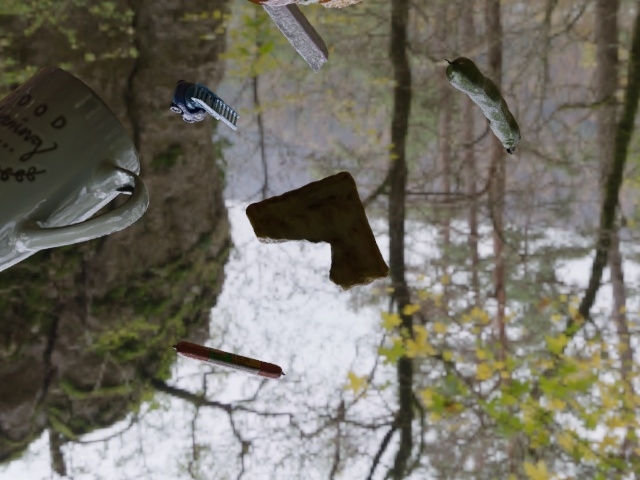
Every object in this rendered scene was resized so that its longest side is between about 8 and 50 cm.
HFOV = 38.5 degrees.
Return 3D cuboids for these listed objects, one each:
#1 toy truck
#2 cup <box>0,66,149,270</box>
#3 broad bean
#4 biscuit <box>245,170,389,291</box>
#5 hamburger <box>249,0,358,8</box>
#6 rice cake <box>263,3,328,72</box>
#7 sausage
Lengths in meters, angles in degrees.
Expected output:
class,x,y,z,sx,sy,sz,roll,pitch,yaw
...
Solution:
class,x,y,z,sx,sy,sz,roll,pitch,yaw
toy truck,-0.212,-0.243,1.679,0.074,0.063,0.136,3,163,30
cup,-0.347,-0.065,1.156,0.258,0.186,0.234,26,-121,26
broad bean,0.240,-0.199,1.322,0.052,0.053,0.256,16,169,34
biscuit,0.000,0.000,1.369,0.174,0.183,0.039,-23,170,-12
hamburger,-0.013,-0.504,1.344,0.250,0.330,0.330,-19,-161,-41
rice cake,-0.074,-0.496,1.999,0.056,0.073,0.365,-20,145,20
sausage,-0.161,0.215,1.640,0.223,0.029,0.029,18,-179,-24
